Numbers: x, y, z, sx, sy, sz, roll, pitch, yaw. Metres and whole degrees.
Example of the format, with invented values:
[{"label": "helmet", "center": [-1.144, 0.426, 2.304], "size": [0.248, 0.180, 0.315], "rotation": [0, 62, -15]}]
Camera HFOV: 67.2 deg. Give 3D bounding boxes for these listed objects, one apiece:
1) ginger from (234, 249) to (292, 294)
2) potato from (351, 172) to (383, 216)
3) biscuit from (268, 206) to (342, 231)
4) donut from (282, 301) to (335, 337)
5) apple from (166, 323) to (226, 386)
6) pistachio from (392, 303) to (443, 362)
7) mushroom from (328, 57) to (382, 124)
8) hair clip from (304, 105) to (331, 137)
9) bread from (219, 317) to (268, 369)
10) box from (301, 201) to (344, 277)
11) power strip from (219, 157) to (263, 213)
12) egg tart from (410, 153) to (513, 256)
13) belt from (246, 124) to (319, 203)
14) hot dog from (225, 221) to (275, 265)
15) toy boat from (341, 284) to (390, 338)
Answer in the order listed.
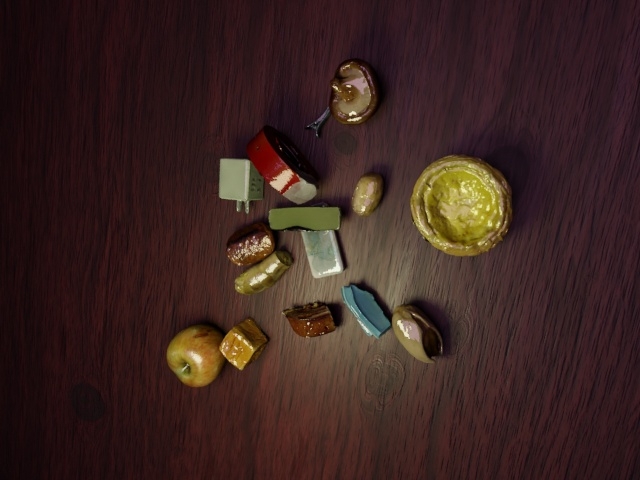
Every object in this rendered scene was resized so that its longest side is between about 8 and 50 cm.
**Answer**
[{"label": "ginger", "center": [-0.233, 0.140, 1.981], "size": [0.263, 0.109, 0.116], "rotation": [-37, 84, 17]}, {"label": "potato", "center": [0.174, -0.169, 1.782], "size": [0.107, 0.080, 0.170], "rotation": [20, 109, 19]}, {"label": "biscuit", "center": [-0.063, -0.083, 1.878], "size": [0.322, 0.038, 0.099], "rotation": [0, 92, 29]}, {"label": "donut", "center": [-0.043, 0.323, 1.913], "size": [0.187, 0.144, 0.126], "rotation": [-21, 110, -1]}, {"label": "apple", "center": [-0.523, 0.490, 2.090], "size": [0.264, 0.264, 0.264], "rotation": [3, 98, 23]}, {"label": "pistachio", "center": [0.348, 0.337, 1.746], "size": [0.138, 0.153, 0.238], "rotation": [-37, 82, -18]}, {"label": "mushroom", "center": [0.129, -0.532, 1.738], "size": [0.194, 0.138, 0.231], "rotation": [23, 118, 2]}, {"label": "hair clip", "center": [0.029, -0.504, 1.833], "size": [0.070, 0.039, 0.229], "rotation": [38, 105, 14]}, {"label": "bread", "center": [-0.319, 0.437, 2.031], "size": [0.143, 0.158, 0.149], "rotation": [41, 106, 15]}, {"label": "box", "center": [0.000, 0.000, 1.901], "size": [0.142, 0.044, 0.285], "rotation": [-15, 90, 28]}, {"label": "power strip", "center": [-0.320, -0.220, 1.957], "size": [0.139, 0.140, 0.224], "rotation": [7, 99, 21]}, {"label": "egg tart", "center": [0.478, -0.116, 1.630], "size": [0.345, 0.132, 0.345], "rotation": [3, 97, 23]}, {"label": "belt", "center": [-0.141, -0.283, 1.824], "size": [0.115, 0.227, 0.324], "rotation": [-43, 78, 24]}, {"label": "hot dog", "center": [-0.282, 0.013, 1.991], "size": [0.227, 0.099, 0.160], "rotation": [-19, 89, 23]}, {"label": "toy boat", "center": [0.162, 0.266, 1.840], "size": [0.238, 0.109, 0.098], "rotation": [52, 146, 10]}]
